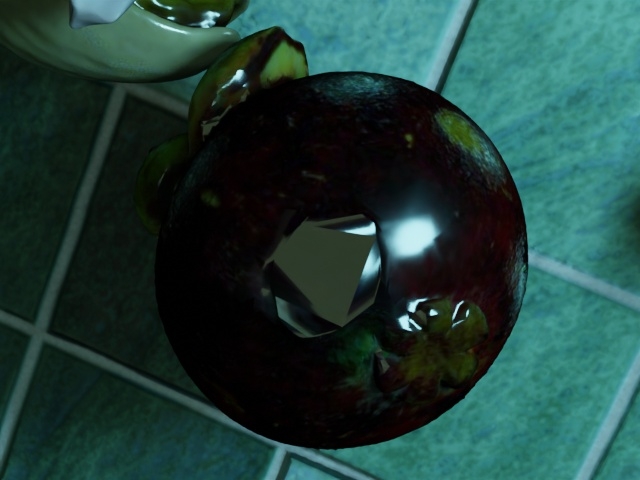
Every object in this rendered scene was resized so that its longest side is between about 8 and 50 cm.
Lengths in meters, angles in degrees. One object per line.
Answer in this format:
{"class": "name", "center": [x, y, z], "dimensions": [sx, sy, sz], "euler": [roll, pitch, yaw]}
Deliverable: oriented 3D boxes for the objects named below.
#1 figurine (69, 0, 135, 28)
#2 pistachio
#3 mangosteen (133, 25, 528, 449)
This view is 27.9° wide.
{"class": "figurine", "center": [-0.191, -0.281, 0.918], "dimensions": [0.133, 0.200, 0.276], "euler": [-39, 70, 15]}
{"class": "pistachio", "center": [-0.175, -0.194, 1.032], "dimensions": [0.237, 0.153, 0.138], "euler": [9, 69, 9]}
{"class": "mangosteen", "center": [0.005, 0.008, 0.974], "dimensions": [0.311, 0.311, 0.311], "euler": [3, 104, 12]}
